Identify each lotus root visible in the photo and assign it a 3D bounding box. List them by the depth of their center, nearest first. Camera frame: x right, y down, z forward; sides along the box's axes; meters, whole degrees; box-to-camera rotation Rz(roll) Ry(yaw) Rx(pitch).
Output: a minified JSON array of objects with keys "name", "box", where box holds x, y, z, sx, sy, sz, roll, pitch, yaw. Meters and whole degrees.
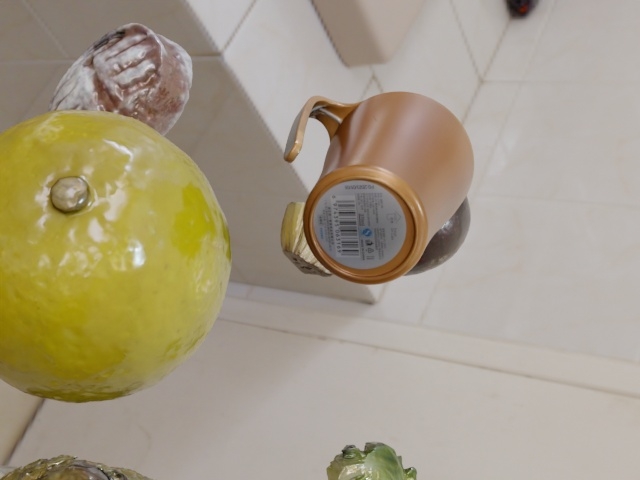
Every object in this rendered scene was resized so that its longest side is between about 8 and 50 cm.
[{"name":"lotus root","box":[-0.001,0.002,1.623,0.095,0.159,0.135,88,27,-62]}]

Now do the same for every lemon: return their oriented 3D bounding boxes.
[{"name":"lemon","box":[-0.261,0.016,1.011,0.348,0.348,0.347,-16,109,-55]}]

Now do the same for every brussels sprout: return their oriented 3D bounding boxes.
[{"name":"brussels sprout","box":[0.094,0.439,1.677,0.181,0.100,0.139,27,29,-45]}]

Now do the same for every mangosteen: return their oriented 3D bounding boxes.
[{"name":"mangosteen","box":[0.156,-0.069,1.710,0.261,0.236,0.235,55,51,-33]}]

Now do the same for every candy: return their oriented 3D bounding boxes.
[{"name":"candy","box":[-0.370,-0.259,1.644,0.289,0.214,0.157,-42,153,12]}]

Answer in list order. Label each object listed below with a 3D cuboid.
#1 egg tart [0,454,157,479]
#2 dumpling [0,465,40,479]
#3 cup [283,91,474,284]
[{"name":"egg tart","box":[-0.370,0.403,1.297,0.297,0.297,0.132,-47,142,-42]},{"name":"dumpling","box":[-0.512,0.464,1.514,0.147,0.193,0.258,-28,93,-19]},{"name":"cup","box":[0.057,-0.072,1.031,0.182,0.226,0.264,-53,-179,26]}]
